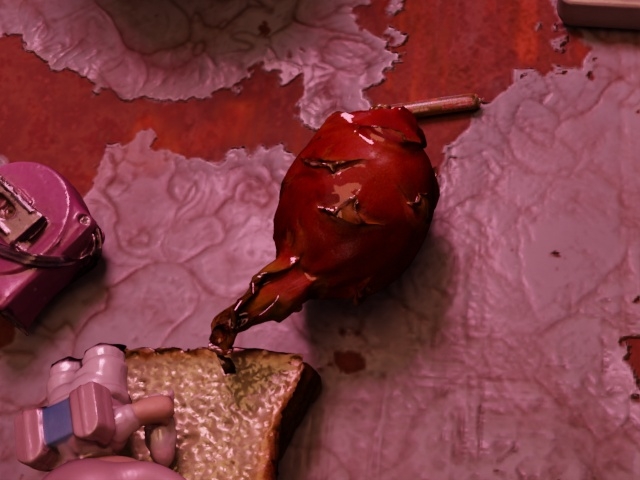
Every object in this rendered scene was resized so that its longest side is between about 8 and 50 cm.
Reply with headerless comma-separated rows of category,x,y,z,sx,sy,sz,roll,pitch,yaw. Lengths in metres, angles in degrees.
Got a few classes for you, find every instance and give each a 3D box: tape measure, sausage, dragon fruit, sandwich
tape measure,-0.243,-0.002,0.845,0.125,0.074,0.118,36,73,21
sausage,0.090,-0.113,0.877,0.100,0.015,0.015,-7,63,6
dragon fruit,0.000,0.000,0.762,0.125,0.125,0.246,46,60,-4
sandwich,-0.097,0.185,0.732,0.186,0.065,0.214,-3,64,9

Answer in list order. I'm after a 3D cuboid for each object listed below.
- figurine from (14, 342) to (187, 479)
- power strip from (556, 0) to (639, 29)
figurine,-0.143,0.167,0.656,0.137,0.112,0.228,-19,53,7
power strip,0.333,-0.232,0.878,0.271,0.046,0.117,7,65,12
